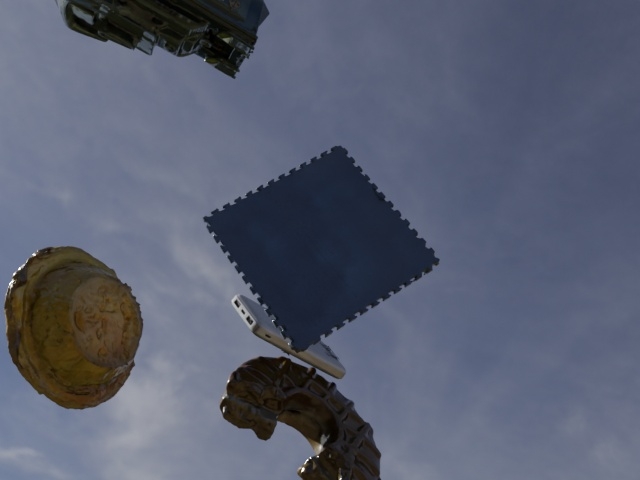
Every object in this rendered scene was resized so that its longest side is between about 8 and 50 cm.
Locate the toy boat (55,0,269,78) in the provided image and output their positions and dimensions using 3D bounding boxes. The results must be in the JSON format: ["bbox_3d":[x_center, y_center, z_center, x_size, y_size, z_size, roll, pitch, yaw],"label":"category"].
[{"bbox_3d":[-0.202,-0.266,0.734,0.296,0.122,0.114,24,-14,-15],"label":"toy boat"}]

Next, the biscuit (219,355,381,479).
[{"bbox_3d":[-0.023,0.377,1.444,0.366,0.268,0.115,41,-68,8],"label":"biscuit"}]

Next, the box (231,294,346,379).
[{"bbox_3d":[-0.064,0.208,1.512,0.285,0.142,0.044,35,-84,-38],"label":"box"}]

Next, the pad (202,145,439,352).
[{"bbox_3d":[0.000,0.000,1.052,0.270,0.269,0.012,53,-20,24],"label":"pad"}]

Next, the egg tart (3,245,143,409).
[{"bbox_3d":[-0.401,0.140,1.200,0.118,0.288,0.288,-15,-50,31],"label":"egg tart"}]
